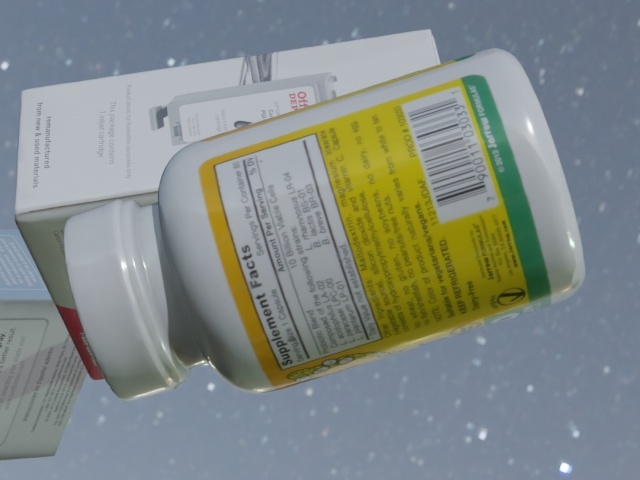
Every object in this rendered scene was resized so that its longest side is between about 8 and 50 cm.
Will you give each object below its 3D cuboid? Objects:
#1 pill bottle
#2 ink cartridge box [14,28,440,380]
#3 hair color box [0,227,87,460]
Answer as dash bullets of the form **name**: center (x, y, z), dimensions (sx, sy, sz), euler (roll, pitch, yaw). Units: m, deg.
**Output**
- **pill bottle**: center (0.000, 0.000, 0.619), dimensions (0.208, 0.118, 0.118), euler (-18, -42, 3)
- **ink cartridge box**: center (-0.045, -0.017, 0.970), dimensions (0.283, 0.117, 0.207), euler (-8, -38, 2)
- **hair color box**: center (-0.379, 0.089, 1.161), dimensions (0.113, 0.374, 0.185), euler (49, -55, 40)
